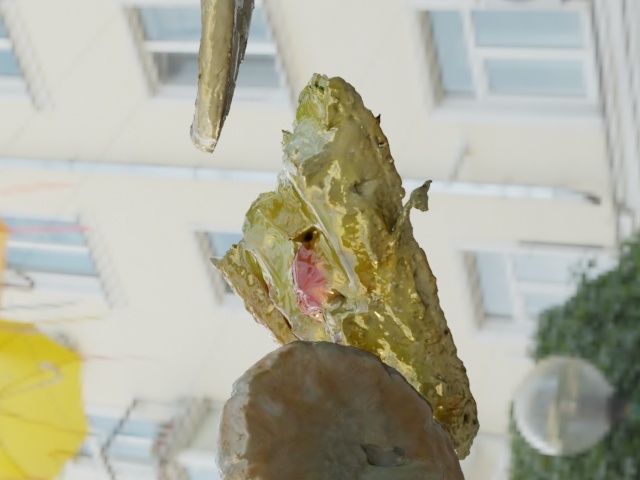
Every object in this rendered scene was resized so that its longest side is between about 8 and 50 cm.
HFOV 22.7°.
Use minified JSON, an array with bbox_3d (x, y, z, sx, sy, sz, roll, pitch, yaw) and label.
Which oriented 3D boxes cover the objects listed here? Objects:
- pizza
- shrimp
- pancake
[{"bbox_3d":[0.000,0.000,1.166,0.075,0.280,0.287,-30,-48,-28],"label":"pizza"},{"bbox_3d":[0.041,0.209,1.049,0.317,0.168,0.077,64,159,15],"label":"shrimp"},{"bbox_3d":[-0.056,-0.126,0.916,0.158,0.028,0.158,8,-90,-89],"label":"pancake"}]
